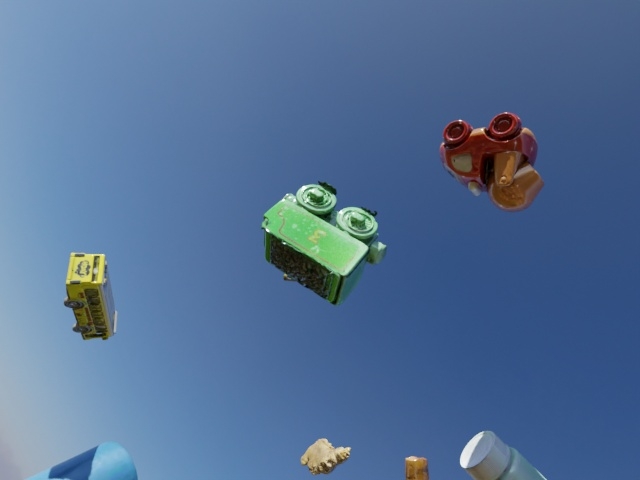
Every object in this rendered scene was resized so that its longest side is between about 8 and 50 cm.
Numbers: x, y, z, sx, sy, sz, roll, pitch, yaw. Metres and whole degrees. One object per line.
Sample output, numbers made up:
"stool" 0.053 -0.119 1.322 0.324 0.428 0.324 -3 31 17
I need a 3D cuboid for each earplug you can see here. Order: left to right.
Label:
"earplug" -0.439 0.425 0.615 0.133 0.273 0.132 -3 -97 25

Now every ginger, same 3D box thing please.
"ginger" 0.017 0.810 1.484 0.213 0.137 0.074 -14 -66 50

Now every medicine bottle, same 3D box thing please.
"medicine bottle" 0.480 0.610 1.008 0.225 0.139 0.139 45 -46 8

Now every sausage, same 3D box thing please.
"sausage" 0.382 0.993 1.558 0.109 0.109 0.270 -34 -134 46

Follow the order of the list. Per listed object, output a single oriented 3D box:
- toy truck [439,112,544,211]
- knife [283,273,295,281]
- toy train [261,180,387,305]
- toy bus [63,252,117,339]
"toy truck" 0.448 -0.189 1.067 0.265 0.189 0.239 0 -106 37
"knife" -0.004 0.161 1.734 0.027 0.343 0.061 -26 -120 54
"toy train" 0.000 0.000 0.798 0.243 0.188 0.132 32 -39 19
"toy bus" -0.450 0.114 0.785 0.226 0.074 0.081 114 -33 -47
